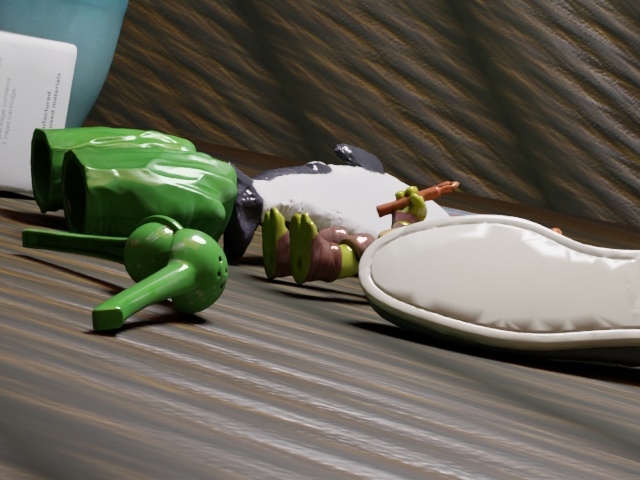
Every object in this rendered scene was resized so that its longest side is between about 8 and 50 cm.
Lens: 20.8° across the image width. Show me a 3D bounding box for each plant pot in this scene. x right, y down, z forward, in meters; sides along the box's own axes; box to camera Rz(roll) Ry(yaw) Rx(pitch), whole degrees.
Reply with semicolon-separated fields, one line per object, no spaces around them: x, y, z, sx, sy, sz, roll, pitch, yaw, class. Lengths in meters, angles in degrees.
-0.368;-0.211;2.015;0.272;0.255;0.271;11;5;-1;plant pot

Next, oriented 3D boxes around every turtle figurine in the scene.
0.065;0.008;1.462;0.217;0.087;0.269;1;17;-21;turtle figurine

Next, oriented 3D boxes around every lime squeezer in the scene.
-0.124;0.023;1.179;0.110;0.059;0.310;-22;16;-13;lime squeezer

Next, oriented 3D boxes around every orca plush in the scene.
0.000;0.000;1.622;0.287;0.102;0.151;-12;66;-52;orca plush

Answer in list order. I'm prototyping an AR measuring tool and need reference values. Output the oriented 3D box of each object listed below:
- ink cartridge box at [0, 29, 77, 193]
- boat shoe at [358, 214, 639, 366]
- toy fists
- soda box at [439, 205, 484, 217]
-0.473;-0.153;1.672;0.279;0.160;0.385;15;6;36;ink cartridge box
0.185;0.058;1.296;0.319;0.116;0.099;4;-38;0;boat shoe
-0.160;-0.042;1.515;0.142;0.096;0.279;-2;10;-19;toy fists
0.125;-0.010;1.947;0.183;0.058;0.063;12;5;23;soda box
